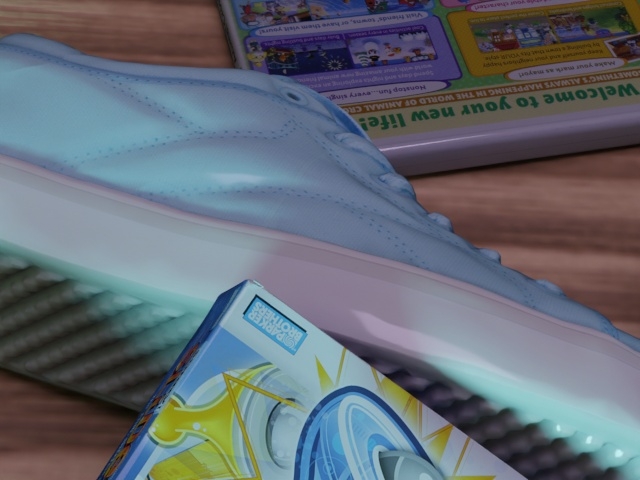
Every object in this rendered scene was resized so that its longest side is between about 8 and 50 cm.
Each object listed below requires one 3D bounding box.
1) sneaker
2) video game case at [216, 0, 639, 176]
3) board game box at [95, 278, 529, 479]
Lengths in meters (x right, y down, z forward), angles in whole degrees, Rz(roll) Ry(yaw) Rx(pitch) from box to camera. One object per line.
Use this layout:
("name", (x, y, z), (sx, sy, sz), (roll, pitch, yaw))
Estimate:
("sneaker", (0.000, 0.000, 0.520), (0.366, 0.135, 0.150), (21, 57, 10))
("video game case", (0.058, -0.115, 0.680), (0.213, 0.023, 0.193), (-8, 54, -12))
("board game box", (0.019, 0.124, 0.406), (0.201, 0.035, 0.136), (36, 70, -9))
